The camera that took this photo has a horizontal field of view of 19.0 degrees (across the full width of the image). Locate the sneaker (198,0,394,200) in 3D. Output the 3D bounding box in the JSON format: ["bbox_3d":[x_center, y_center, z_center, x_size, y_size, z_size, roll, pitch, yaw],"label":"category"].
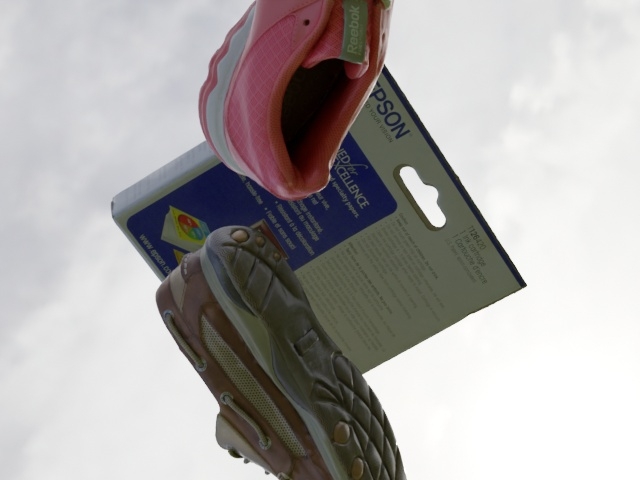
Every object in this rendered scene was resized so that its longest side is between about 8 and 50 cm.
[{"bbox_3d":[0.017,-0.168,1.237,0.116,0.136,0.313,8,-69,-22],"label":"sneaker"}]

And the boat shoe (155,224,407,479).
[{"bbox_3d":[-0.032,0.145,1.671,0.324,0.116,0.123,60,-154,2],"label":"boat shoe"}]

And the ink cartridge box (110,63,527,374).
[{"bbox_3d":[0.000,0.000,1.904,0.307,0.072,0.303,-30,-62,8],"label":"ink cartridge box"}]
